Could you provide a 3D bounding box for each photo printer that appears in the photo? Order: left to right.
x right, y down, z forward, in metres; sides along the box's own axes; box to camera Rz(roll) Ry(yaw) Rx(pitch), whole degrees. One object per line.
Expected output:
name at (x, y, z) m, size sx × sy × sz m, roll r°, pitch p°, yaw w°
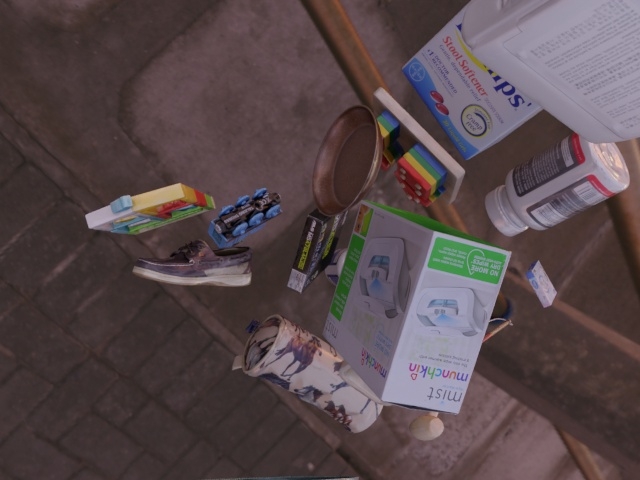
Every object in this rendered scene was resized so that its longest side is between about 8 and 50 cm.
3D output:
photo printer at (0.364, -0.237, 0.871) m, size 0.308 × 0.256 × 0.107 m, roll 25°, pitch 59°, yaw -30°

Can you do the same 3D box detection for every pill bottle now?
pill bottle at (0.088, 0.074, 1.972) m, size 0.112 × 0.187 × 0.111 m, roll 1°, pitch 88°, yaw -16°
pill bottle at (0.570, -0.133, 1.803) m, size 0.176 × 0.176 × 0.319 m, roll 16°, pitch 144°, yaw -39°

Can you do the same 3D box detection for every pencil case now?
pencil case at (-0.013, 0.341, 1.840) m, size 0.410 × 0.159 × 0.184 m, roll 36°, pitch 133°, yaw -29°

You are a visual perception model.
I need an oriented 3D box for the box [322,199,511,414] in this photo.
box at (0.125, 0.084, 1.044) m, size 0.127 × 0.262 × 0.231 m, roll 14°, pitch 98°, yaw -20°

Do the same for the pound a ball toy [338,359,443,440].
pound a ball toy at (0.168, 0.219, 1.448) m, size 0.208 × 0.136 × 0.319 m, roll 36°, pitch 51°, yaw -9°

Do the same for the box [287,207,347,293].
box at (0.000, 0.000, 1.638) m, size 0.184 × 0.045 × 0.190 m, roll -39°, pitch 151°, yaw -58°

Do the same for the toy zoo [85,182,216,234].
toy zoo at (-0.333, -0.059, 1.450) m, size 0.193 × 0.293 × 0.030 m, roll -18°, pitch 86°, yaw 4°

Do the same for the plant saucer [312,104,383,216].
plant saucer at (0.052, -0.133, 1.258) m, size 0.036 × 0.198 × 0.198 m, roll 15°, pitch 102°, yaw -28°

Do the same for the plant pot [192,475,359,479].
plant pot at (-0.081, 0.482, 1.172) m, size 0.293 × 0.293 × 0.196 m, roll 12°, pitch 69°, yaw -39°

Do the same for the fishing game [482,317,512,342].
fishing game at (0.248, 0.080, 1.399) m, size 0.189 × 0.264 × 0.041 m, roll -16°, pitch 144°, yaw -52°

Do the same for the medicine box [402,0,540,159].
medicine box at (0.371, -0.367, 1.596) m, size 0.149 × 0.289 × 0.263 m, roll -31°, pitch 85°, yaw -39°

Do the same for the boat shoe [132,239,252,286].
boat shoe at (-0.257, 0.043, 1.518) m, size 0.285 × 0.103 × 0.092 m, roll 5°, pitch 96°, yaw -44°

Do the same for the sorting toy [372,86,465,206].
sorting toy at (0.190, -0.182, 1.637) m, size 0.089 × 0.257 × 0.255 m, roll -42°, pitch 169°, yaw -3°

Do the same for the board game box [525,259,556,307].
board game box at (0.510, 0.099, 1.693) m, size 0.090 × 0.020 × 0.090 m, roll 60°, pitch 30°, yaw 0°

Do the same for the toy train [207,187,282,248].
toy train at (-0.172, -0.052, 1.695) m, size 0.184 × 0.080 × 0.105 m, roll -31°, pitch 167°, yaw -33°
